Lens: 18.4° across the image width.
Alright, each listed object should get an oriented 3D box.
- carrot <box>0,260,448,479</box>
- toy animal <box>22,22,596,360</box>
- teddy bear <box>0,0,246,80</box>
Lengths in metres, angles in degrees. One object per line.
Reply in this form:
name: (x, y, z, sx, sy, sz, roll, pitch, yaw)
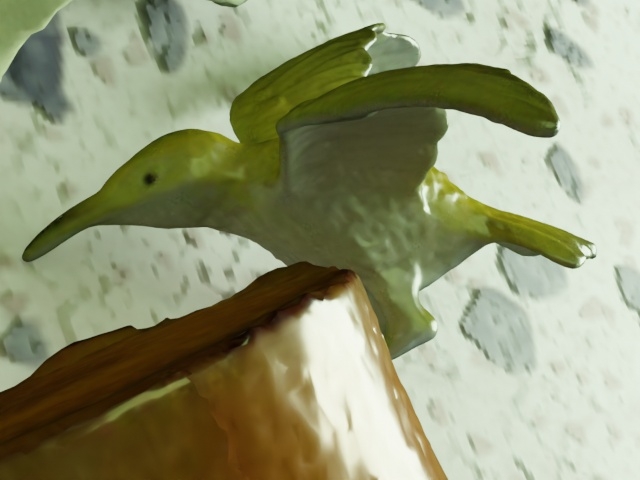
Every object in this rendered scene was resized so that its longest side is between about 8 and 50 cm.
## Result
carrot: (-0.018, 0.127, 0.451, 0.159, 0.159, 0.225, -36, 101, -45)
toy animal: (0.000, 0.000, 0.570, 0.155, 0.219, 0.095, -29, 101, -9)
teddy bear: (-0.091, -0.227, 0.597, 0.327, 0.375, 0.362, 59, -2, -30)
